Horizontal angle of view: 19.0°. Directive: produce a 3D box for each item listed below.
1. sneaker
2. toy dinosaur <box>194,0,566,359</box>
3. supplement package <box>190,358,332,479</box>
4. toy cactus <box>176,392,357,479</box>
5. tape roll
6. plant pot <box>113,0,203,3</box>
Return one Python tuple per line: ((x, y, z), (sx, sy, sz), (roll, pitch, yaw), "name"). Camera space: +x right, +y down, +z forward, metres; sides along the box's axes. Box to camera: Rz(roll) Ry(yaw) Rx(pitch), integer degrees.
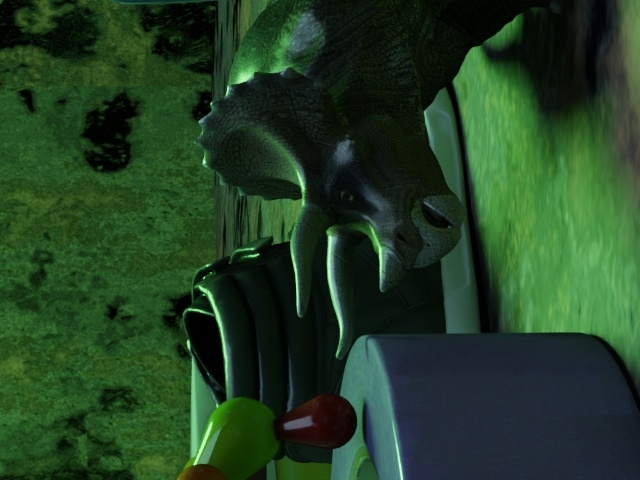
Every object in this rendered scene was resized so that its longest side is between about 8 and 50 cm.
((0.000, 0.000, 1.017), (0.104, 0.147, 0.296), (93, 175, -46), "sneaker")
((0.011, -0.082, 0.822), (0.121, 0.160, 0.313), (46, -175, -14), "toy dinosaur")
((-0.008, 0.192, 1.131), (0.244, 0.139, 0.134), (-97, 8, -47), "supplement package")
((-0.067, 0.162, 0.725), (0.112, 0.180, 0.219), (14, -100, -75), "toy cactus")
((0.059, 0.172, 0.723), (0.275, 0.090, 0.275), (180, 90, -83), "tape roll")
((-0.048, -0.269, 1.109), (0.236, 0.236, 0.212), (-100, 5, -55), "plant pot")
